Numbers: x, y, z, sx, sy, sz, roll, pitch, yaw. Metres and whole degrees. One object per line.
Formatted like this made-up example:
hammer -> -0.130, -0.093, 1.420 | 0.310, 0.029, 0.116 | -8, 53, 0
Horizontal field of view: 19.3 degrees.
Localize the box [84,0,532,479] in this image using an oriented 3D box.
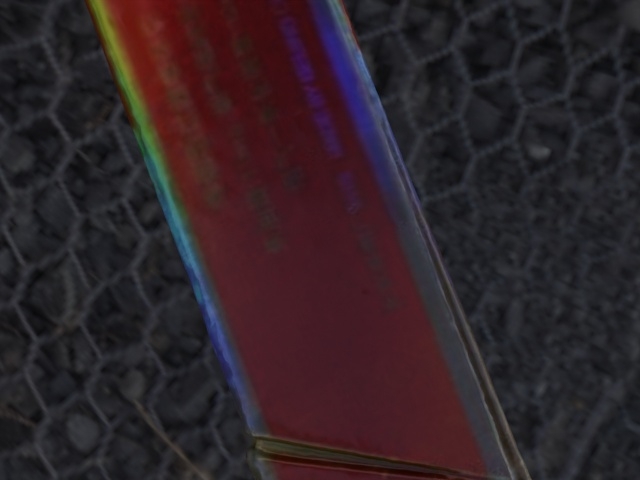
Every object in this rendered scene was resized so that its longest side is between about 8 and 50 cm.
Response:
box -> -0.001, 0.001, 0.393 | 0.048, 0.112, 0.175 | -21, 83, 2
